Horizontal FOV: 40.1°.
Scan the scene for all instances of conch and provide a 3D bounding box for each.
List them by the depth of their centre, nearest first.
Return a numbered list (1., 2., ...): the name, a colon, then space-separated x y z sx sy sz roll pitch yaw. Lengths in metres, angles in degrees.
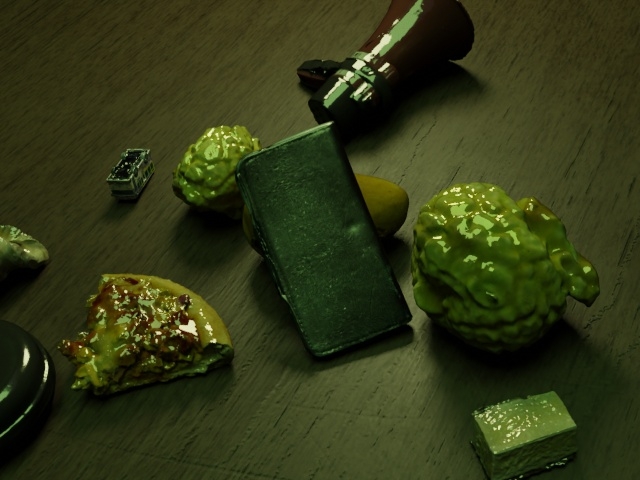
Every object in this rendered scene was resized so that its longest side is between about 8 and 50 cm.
1. conch: -0.571 0.018 1.431 0.245 0.163 0.178 -2 51 -35

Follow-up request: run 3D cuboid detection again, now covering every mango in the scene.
1. mango: 0.008 -0.040 1.371 0.261 0.130 0.167 1 52 2

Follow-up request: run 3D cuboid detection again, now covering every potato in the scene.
1. potato: 0.249 0.237 1.071 0.122 0.061 0.086 -17 40 -7

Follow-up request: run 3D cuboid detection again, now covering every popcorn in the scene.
1. popcorn: 0.246 0.035 1.194 0.251 0.206 0.237 6 29 2
2. popcorn: -0.174 -0.117 1.486 0.142 0.174 0.174 19 47 1

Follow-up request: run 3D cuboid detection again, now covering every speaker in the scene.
1. speaker: 0.086 -0.357 1.667 0.329 0.198 0.259 -38 61 -15

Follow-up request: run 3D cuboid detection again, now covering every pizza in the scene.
1. pizza: -0.276 0.137 1.282 0.289 0.081 0.228 26 55 32

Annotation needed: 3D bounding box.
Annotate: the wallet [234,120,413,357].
1. wallet: 0.000 0.000 1.269 0.172 0.045 0.318 -22 82 -5

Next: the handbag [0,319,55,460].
1. handbag: -0.528 0.229 1.231 0.308 0.093 0.253 -34 47 -22

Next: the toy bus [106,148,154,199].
1. toy bus: -0.343 -0.119 1.589 0.052 0.058 0.102 1 39 15
